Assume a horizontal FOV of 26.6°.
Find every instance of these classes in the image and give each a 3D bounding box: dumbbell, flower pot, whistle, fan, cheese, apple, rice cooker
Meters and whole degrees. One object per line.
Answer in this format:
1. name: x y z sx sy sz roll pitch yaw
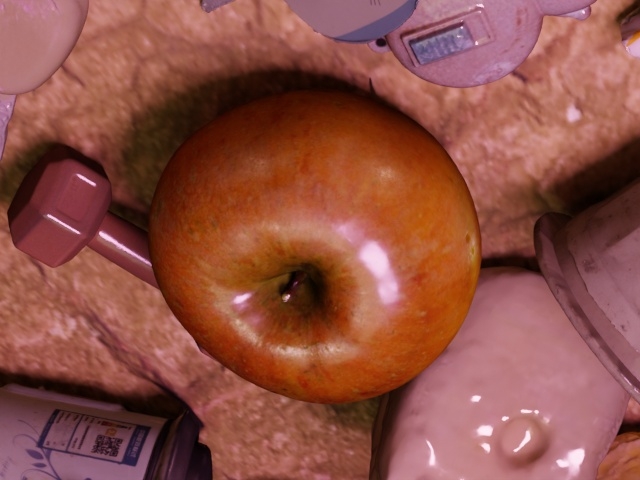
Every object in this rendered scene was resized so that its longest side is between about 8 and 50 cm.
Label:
1. dumbbell: -0.130 0.016 1.056 0.231 0.092 0.082 32 159 -24
2. flower pot: 0.293 0.012 0.943 0.202 0.212 0.212 -38 121 25
3. whistle: 0.131 -0.160 0.879 0.220 0.057 0.107 -17 128 18
4. fan: -0.010 -0.176 0.885 0.175 0.005 0.113 -12 108 33
5. cheese: 0.140 0.135 1.113 0.173 0.251 0.248 24 97 -1
6. cheese: -0.226 -0.124 0.959 0.097 0.037 0.192 17 133 -10
7. apple: 0.000 0.000 0.967 0.236 0.207 0.237 4 116 8
8. rice cooker: -0.218 0.263 1.184 0.316 0.264 0.317 10 159 4

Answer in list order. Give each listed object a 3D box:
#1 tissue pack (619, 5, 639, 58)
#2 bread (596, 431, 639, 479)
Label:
1. tissue pack: 0.247 -0.145 0.891 0.062 0.042 0.083 30 130 -24
2. bread: 0.287 0.270 1.204 0.197 0.170 0.197 -1 120 -3
